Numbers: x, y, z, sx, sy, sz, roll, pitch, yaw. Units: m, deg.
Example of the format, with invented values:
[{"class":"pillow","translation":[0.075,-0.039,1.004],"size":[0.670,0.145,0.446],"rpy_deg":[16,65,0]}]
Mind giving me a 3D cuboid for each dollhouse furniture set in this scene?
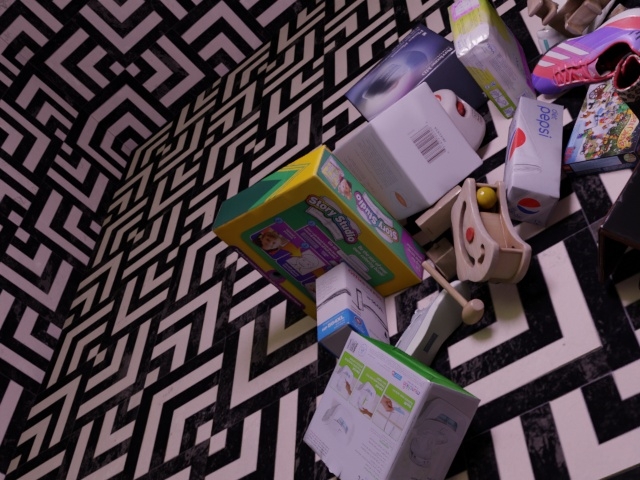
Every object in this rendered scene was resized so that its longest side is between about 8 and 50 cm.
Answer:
[{"class":"dollhouse furniture set","translation":[0.261,-0.034,1.633],"size":[0.144,0.151,0.123],"rpy_deg":[-41,28,6]},{"class":"dollhouse furniture set","translation":[0.607,-0.560,1.703],"size":[0.242,0.212,0.161],"rpy_deg":[-51,17,41]}]

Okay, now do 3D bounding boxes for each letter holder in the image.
[{"class":"letter holder","translation":[0.584,-0.055,1.247],"size":[0.152,0.214,0.301],"rpy_deg":[28,73,28]}]

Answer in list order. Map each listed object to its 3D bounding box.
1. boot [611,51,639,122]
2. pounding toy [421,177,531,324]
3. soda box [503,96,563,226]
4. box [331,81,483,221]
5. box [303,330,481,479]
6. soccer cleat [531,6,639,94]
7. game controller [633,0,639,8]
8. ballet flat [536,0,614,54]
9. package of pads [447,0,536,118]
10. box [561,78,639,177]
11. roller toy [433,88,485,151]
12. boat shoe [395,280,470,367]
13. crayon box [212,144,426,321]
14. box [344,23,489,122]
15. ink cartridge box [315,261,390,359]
[{"class":"boot","translation":[0.631,-0.296,1.431],"size":[0.085,0.178,0.236],"rpy_deg":[-3,51,52]},{"class":"pounding toy","translation":[0.285,0.009,1.447],"size":[0.154,0.155,0.269],"rpy_deg":[122,149,-62]},{"class":"soda box","translation":[0.434,-0.167,1.588],"size":[0.091,0.098,0.286],"rpy_deg":[99,-173,-50]},{"class":"box","translation":[0.164,-0.169,1.734],"size":[0.168,0.215,0.345],"rpy_deg":[-38,4,-22]},{"class":"box","translation":[0.112,0.315,1.350],"size":[0.262,0.127,0.231],"rpy_deg":[24,90,60]},{"class":"soccer cleat","translation":[0.570,-0.380,1.665],"size":[0.318,0.109,0.116],"rpy_deg":[-24,34,54]},{"class":"game controller","translation":[0.739,-0.463,1.644],"size":[0.166,0.067,0.319],"rpy_deg":[-38,25,47]},{"class":"ballet flat","translation":[0.639,-0.591,1.857],"size":[0.139,0.139,0.400],"rpy_deg":[7,58,57]},{"class":"package of pads","translation":[0.417,-0.470,1.900],"size":[0.101,0.229,0.296],"rpy_deg":[-32,32,26]},{"class":"box","translation":[0.590,-0.236,1.554],"size":[0.159,0.044,0.233],"rpy_deg":[-9,46,50]},{"class":"roller toy","translation":[0.296,-0.252,1.870],"size":[0.191,0.146,0.209],"rpy_deg":[-58,20,-9]},{"class":"boat shoe","translation":[0.206,0.169,1.520],"size":[0.227,0.079,0.081],"rpy_deg":[-55,33,-8]},{"class":"crayon box","translation":[0.000,0.000,1.719],"size":[0.313,0.363,0.106],"rpy_deg":[-25,34,34]},{"class":"box","translation":[0.257,-0.395,2.078],"size":[0.296,0.183,0.294],"rpy_deg":[-43,29,8]},{"class":"ink cartridge box","translation":[0.068,0.165,1.640],"size":[0.086,0.148,0.203],"rpy_deg":[-35,30,22]}]
